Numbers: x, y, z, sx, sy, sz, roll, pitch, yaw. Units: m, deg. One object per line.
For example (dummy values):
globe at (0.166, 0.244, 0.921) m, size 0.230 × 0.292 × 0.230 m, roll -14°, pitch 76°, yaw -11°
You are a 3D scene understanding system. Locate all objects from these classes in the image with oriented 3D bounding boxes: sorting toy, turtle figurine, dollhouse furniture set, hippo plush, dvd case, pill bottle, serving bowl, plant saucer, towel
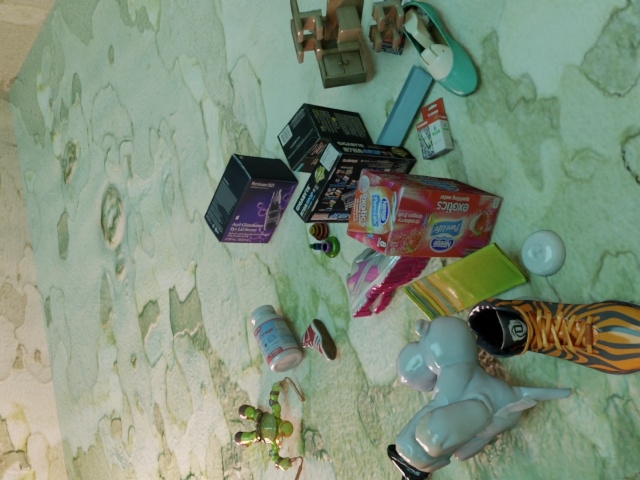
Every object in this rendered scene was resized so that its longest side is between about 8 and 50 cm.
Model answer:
sorting toy at (0.000, 0.000, 1.757) m, size 0.061 × 0.042 × 0.102 m, roll -55°, pitch 51°, yaw 34°
turtle figurine at (-0.132, 0.480, 1.866) m, size 0.217 × 0.087 × 0.269 m, roll -14°, pitch 78°, yaw 49°
dollhouse furniture set at (0.042, -0.457, 1.569) m, size 0.242 × 0.212 × 0.161 m, roll 96°, pitch 163°, yaw -70°
hippo plush at (0.222, 0.253, 1.338) m, size 0.294 × 0.234 × 0.236 m, roll -49°, pitch 54°, yaw 38°
dvd case at (0.156, -0.463, 1.606) m, size 0.087 × 0.013 × 0.119 m, roll 28°, pitch 111°, yaw 47°
pill bottle at (-0.114, 0.240, 1.852) m, size 0.087 × 0.087 × 0.160 m, roll -56°, pitch 50°, yaw 32°
serving bowl at (0.385, 0.022, 1.310) m, size 0.083 × 0.027 × 0.083 m, roll -2°, pitch 87°, yaw 49°
plant saucer at (0.177, -0.269, 1.572) m, size 0.067 × 0.018 × 0.192 m, roll 48°, pitch 125°, yaw 39°
towel at (0.266, 0.084, 1.405) m, size 0.237 × 0.102 × 0.021 m, roll -33°, pitch 21°, yaw 44°

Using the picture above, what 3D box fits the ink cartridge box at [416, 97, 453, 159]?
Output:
ink cartridge box at (0.226, -0.226, 1.504) m, size 0.063 × 0.029 × 0.115 m, roll -24°, pitch 71°, yaw 47°

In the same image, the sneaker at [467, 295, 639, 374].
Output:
sneaker at (0.375, 0.155, 1.199) m, size 0.321 × 0.180 × 0.124 m, roll -3°, pitch 87°, yaw 50°

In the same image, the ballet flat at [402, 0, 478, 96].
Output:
ballet flat at (0.219, -0.379, 1.471) m, size 0.083 × 0.087 × 0.247 m, roll -50°, pitch 54°, yaw 39°

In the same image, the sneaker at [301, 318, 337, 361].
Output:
sneaker at (-0.005, 0.249, 1.756) m, size 0.067 × 0.042 × 0.118 m, roll -53°, pitch 44°, yaw 30°

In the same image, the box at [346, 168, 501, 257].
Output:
box at (0.190, -0.046, 1.365) m, size 0.123 × 0.257 × 0.128 m, roll 31°, pitch 112°, yaw 49°

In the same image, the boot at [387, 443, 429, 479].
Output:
boot at (0.175, 0.489, 1.538) m, size 0.121 × 0.045 × 0.099 m, roll 25°, pitch 111°, yaw 47°

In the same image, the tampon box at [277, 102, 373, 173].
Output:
tampon box at (0.011, -0.220, 1.657) m, size 0.120 × 0.161 × 0.101 m, roll -45°, pitch 56°, yaw 38°

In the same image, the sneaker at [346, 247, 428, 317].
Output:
sneaker at (0.125, 0.054, 1.561) m, size 0.252 × 0.103 × 0.111 m, roll -49°, pitch 56°, yaw 36°

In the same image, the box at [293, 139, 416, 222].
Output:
box at (0.073, -0.116, 1.535) m, size 0.051 × 0.220 × 0.175 m, roll 52°, pitch 127°, yaw 34°

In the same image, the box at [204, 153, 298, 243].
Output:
box at (-0.177, -0.102, 1.884) m, size 0.108 × 0.153 × 0.207 m, roll 53°, pitch 127°, yaw 36°
